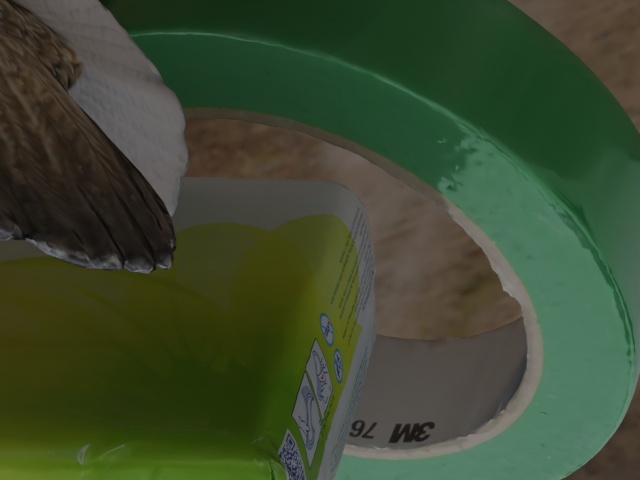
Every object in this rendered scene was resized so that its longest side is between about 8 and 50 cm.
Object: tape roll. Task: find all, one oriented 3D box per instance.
[{"bbox_3d":[0.000,0.000,0.851,0.321,0.321,0.077,-36,-158,50],"label":"tape roll"}]

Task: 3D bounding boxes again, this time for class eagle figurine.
[{"bbox_3d":[-0.134,-0.061,0.470,0.226,0.225,0.298,27,150,-7],"label":"eagle figurine"}]

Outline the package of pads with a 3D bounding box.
[{"bbox_3d":[-0.133,0.058,0.737,0.296,0.101,0.229,1,-153,11],"label":"package of pads"}]
